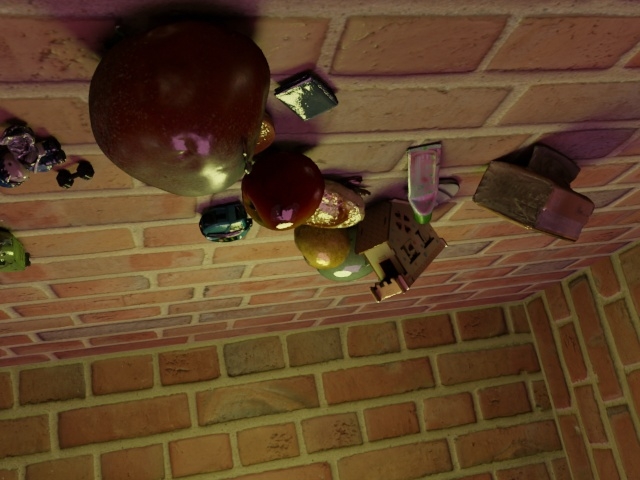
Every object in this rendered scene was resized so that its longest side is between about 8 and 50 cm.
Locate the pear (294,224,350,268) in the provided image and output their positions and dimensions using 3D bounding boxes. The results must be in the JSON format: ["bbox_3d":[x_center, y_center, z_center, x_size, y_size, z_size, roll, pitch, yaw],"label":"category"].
[{"bbox_3d":[0.000,0.000,1.929,0.178,0.178,0.178,-9,162,-3],"label":"pear"}]

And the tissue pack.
[{"bbox_3d":[0.622,-0.141,1.829,0.238,0.238,0.305,-25,157,37],"label":"tissue pack"}]

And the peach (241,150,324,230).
[{"bbox_3d":[-0.081,-0.122,1.499,0.197,0.197,0.197,-9,162,-3],"label":"peach"}]

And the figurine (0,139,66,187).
[{"bbox_3d":[-0.585,-0.158,1.283,0.149,0.087,0.086,-23,124,-1],"label":"figurine"}]

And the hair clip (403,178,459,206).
[{"bbox_3d":[0.328,-0.136,1.874,0.140,0.054,0.220,-26,159,27],"label":"hair clip"}]

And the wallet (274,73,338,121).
[{"bbox_3d":[-0.025,-0.283,1.271,0.088,0.026,0.129,-22,158,20],"label":"wallet"}]

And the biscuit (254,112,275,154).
[{"bbox_3d":[-0.235,-0.217,1.328,0.288,0.044,0.202,-5,161,-11],"label":"biscuit"}]

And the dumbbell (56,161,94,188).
[{"bbox_3d":[-0.531,-0.141,1.405,0.083,0.040,0.036,-18,130,21],"label":"dumbbell"}]

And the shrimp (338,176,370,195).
[{"bbox_3d":[0.098,-0.143,1.760,0.127,0.025,0.091,8,153,-38],"label":"shrimp"}]

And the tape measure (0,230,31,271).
[{"bbox_3d":[-0.848,0.032,1.672,0.154,0.087,0.177,-5,159,-13],"label":"tape measure"}]

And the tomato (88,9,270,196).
[{"bbox_3d":[-0.215,-0.205,1.060,0.303,0.239,0.303,-5,162,-2],"label":"tomato"}]

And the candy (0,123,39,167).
[{"bbox_3d":[-0.628,-0.182,1.170,0.226,0.051,0.094,9,115,-36],"label":"candy"}]

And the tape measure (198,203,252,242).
[{"bbox_3d":[-0.258,-0.042,1.779,0.146,0.081,0.125,-10,159,1],"label":"tape measure"}]

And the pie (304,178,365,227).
[{"bbox_3d":[0.015,-0.091,1.747,0.205,0.084,0.179,24,151,-38],"label":"pie"}]

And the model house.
[{"bbox_3d":[0.211,0.004,1.948,0.169,0.244,0.326,-24,-169,43],"label":"model house"}]

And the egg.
[{"bbox_3d":[0.094,0.044,2.087,0.236,0.169,0.169,-11,162,6],"label":"egg"}]

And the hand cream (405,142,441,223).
[{"bbox_3d":[0.269,-0.148,1.710,0.079,0.050,0.275,-30,143,-16],"label":"hand cream"}]
